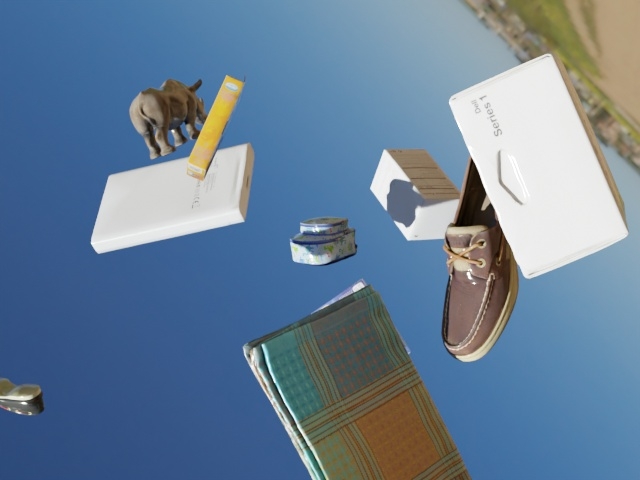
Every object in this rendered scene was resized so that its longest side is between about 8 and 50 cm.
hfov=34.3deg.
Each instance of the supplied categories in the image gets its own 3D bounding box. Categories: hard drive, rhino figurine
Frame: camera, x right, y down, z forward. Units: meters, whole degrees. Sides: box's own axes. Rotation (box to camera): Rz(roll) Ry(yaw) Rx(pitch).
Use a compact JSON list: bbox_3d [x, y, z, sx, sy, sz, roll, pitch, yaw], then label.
[{"bbox_3d":[-0.328,-0.097,2.327,0.233,0.352,0.047,-87,-20,-45],"label":"hard drive"},{"bbox_3d":[-0.235,-0.209,1.687,0.106,0.073,0.243,67,-158,-11],"label":"rhino figurine"}]

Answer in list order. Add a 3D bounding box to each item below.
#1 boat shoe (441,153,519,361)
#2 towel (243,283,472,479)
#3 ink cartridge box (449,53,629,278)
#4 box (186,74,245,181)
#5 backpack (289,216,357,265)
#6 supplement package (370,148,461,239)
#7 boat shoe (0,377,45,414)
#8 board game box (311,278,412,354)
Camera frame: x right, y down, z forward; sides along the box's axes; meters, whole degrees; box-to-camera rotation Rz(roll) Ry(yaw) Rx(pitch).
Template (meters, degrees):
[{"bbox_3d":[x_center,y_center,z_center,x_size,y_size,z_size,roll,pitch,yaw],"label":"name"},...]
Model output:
[{"bbox_3d":[0.232,0.008,1.572,0.123,0.342,0.123,26,166,-36],"label":"boat shoe"},{"bbox_3d":[0.073,0.265,1.491,0.271,0.040,0.370,-23,-97,-43],"label":"towel"},{"bbox_3d":[0.249,-0.091,1.147,0.201,0.117,0.278,66,-163,-2],"label":"ink cartridge box"},{"bbox_3d":[-0.129,-0.145,1.289,0.028,0.136,0.081,22,170,-5],"label":"box"},{"bbox_3d":[0.000,0.000,1.962,0.114,0.105,0.084,-24,-69,-47],"label":"backpack"},{"bbox_3d":[0.197,-0.096,2.113,0.105,0.105,0.179,-2,-140,-29],"label":"supplement package"},{"bbox_3d":[-0.476,0.239,1.578,0.049,0.133,0.042,-44,-48,-51],"label":"boat shoe"},{"bbox_3d":[0.083,0.191,2.155,0.201,0.136,0.035,58,-176,38],"label":"board game box"}]
